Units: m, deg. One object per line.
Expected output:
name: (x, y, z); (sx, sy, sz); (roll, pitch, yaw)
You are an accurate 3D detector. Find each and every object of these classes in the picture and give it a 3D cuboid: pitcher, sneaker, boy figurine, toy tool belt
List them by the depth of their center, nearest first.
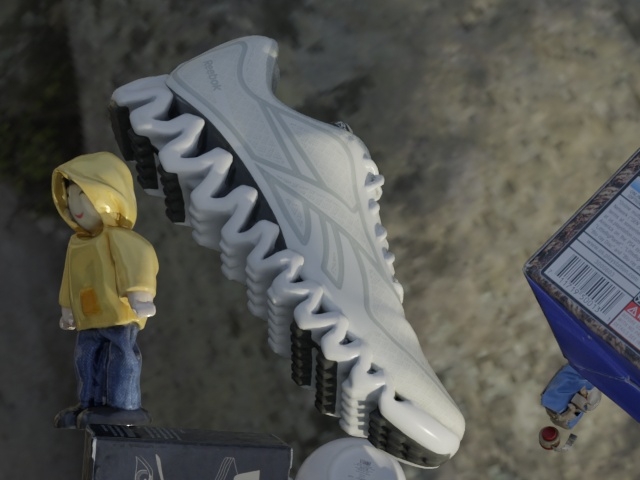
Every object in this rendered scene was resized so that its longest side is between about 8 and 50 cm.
sneaker: (0.000, 0.000, 1.020); (0.118, 0.110, 0.292); (-34, 77, -16)
toy tool belt: (0.220, 0.144, 1.576); (0.052, 0.051, 0.083); (25, 64, 26)
boy figurine: (-0.221, 0.051, 1.792); (0.092, 0.177, 0.285); (-3, 91, -35)
pitcher: (-0.001, 0.293, 1.965); (0.177, 0.207, 0.125); (11, 65, -9)

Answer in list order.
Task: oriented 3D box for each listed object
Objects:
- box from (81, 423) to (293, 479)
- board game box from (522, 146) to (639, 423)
box: (-0.110, 0.229, 1.375); (0.158, 0.093, 0.156); (5, 90, -12)
board game box: (0.311, 0.010, 1.037); (0.291, 0.141, 0.232); (-44, 59, -6)
